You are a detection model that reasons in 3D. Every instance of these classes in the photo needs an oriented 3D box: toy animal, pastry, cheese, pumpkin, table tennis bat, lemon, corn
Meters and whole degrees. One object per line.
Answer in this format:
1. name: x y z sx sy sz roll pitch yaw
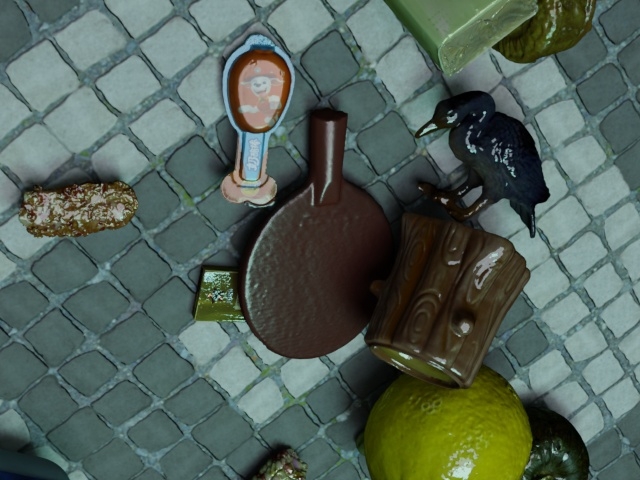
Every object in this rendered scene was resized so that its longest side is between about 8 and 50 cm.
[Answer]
1. toy animal: 0.258 -0.112 1.883 0.298 0.122 0.185 31 102 -31
2. pastry: -0.347 -0.048 1.737 0.169 0.063 0.087 -4 108 -12
3. cheese: -0.094 -0.170 1.759 0.106 0.037 0.256 2 106 -14
4. pumpkin: 0.369 0.413 2.171 0.237 0.159 0.238 -6 114 -14
5. table tennis bat: 0.000 0.000 1.880 0.268 0.051 0.415 -9 117 -25
6. lemon: 0.207 0.328 1.995 0.293 0.293 0.293 -8 118 -16
7. corn: -0.121 0.478 2.068 0.092 0.092 0.280 35 99 -31
8. pastry: 0.303 -0.349 1.731 0.103 0.188 0.189 -14 121 -28

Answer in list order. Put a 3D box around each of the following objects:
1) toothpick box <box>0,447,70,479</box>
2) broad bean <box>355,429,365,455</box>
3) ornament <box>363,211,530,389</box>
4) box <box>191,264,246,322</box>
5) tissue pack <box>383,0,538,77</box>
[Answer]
1. toothpick box: -0.514 0.413 1.803 0.354 0.263 0.263 19 108 -28
2. broad bean: 0.101 0.351 2.112 0.083 0.045 0.063 6 115 -31
3. ornament: 0.194 0.101 1.871 0.235 0.221 0.218 32 75 -23
4. box: -0.129 0.085 1.903 0.133 0.023 0.090 3 113 -21
5. tissue pack: 0.160 -0.366 1.647 0.159 0.234 0.125 -36 161 0
